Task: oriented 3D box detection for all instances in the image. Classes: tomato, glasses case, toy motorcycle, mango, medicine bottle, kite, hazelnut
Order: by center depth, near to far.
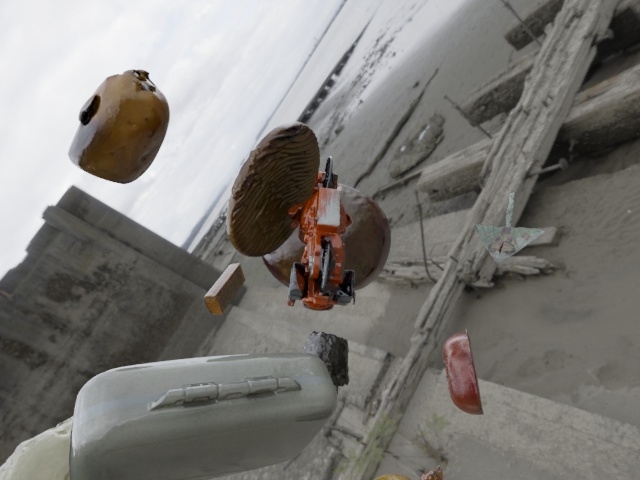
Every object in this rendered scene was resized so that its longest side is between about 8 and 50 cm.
[{"bbox_3d":[-0.172,0.282,0.646,0.283,0.374,0.123,-63,37,36],"label":"medicine bottle"},{"bbox_3d":[0.000,0.000,0.865,0.221,0.147,0.326,104,171,-56],"label":"toy motorcycle"},{"bbox_3d":[-0.449,-0.253,0.954,0.287,0.152,0.201,-47,9,36],"label":"mango"},{"bbox_3d":[0.379,0.355,1.118,0.084,0.225,0.225,-8,35,17],"label":"tomato"},{"bbox_3d":[0.017,0.003,1.311,0.420,0.353,0.421,-23,-4,-2],"label":"hazelnut"},{"bbox_3d":[0.603,-0.042,1.336,0.229,0.012,0.250,5,73,44],"label":"kite"},{"bbox_3d":[-0.331,0.165,1.450,0.049,0.075,0.218,-6,24,16],"label":"glasses case"}]

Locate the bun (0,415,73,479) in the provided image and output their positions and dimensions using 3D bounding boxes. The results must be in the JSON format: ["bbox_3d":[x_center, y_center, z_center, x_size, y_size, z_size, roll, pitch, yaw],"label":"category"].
[{"bbox_3d":[-0.593,0.572,0.916,0.326,0.234,0.363,-23,-45,-67],"label":"bun"}]

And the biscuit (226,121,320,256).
[{"bbox_3d":[-0.091,-0.105,0.920,0.318,0.040,0.318,-49,-24,-31],"label":"biscuit"}]

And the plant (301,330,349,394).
[{"bbox_3d":[0.006,0.358,1.154,0.132,0.129,0.195,-11,62,52],"label":"plant"}]

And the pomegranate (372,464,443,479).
[{"bbox_3d":[0.143,0.511,0.709,0.207,0.207,0.207,-52,15,20],"label":"pomegranate"}]
